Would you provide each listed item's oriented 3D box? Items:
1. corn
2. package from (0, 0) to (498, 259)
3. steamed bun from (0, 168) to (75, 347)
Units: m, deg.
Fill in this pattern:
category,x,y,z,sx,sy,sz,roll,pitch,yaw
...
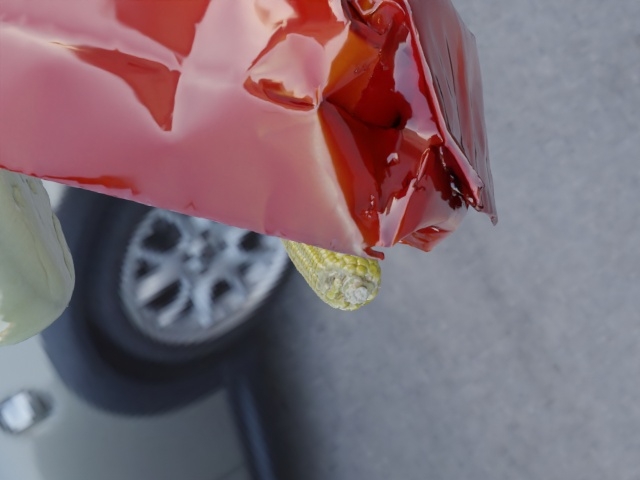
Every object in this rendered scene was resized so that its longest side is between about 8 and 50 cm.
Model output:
category,x,y,z,sx,sy,sz,roll,pitch,yaw
corn,0.000,0.000,1.482,0.206,0.067,0.067,-127,18,-53
package,-0.121,-0.087,0.691,0.423,0.123,0.196,14,-179,12
steamed bun,-0.461,-0.029,1.942,0.334,0.233,0.312,-117,1,-56
